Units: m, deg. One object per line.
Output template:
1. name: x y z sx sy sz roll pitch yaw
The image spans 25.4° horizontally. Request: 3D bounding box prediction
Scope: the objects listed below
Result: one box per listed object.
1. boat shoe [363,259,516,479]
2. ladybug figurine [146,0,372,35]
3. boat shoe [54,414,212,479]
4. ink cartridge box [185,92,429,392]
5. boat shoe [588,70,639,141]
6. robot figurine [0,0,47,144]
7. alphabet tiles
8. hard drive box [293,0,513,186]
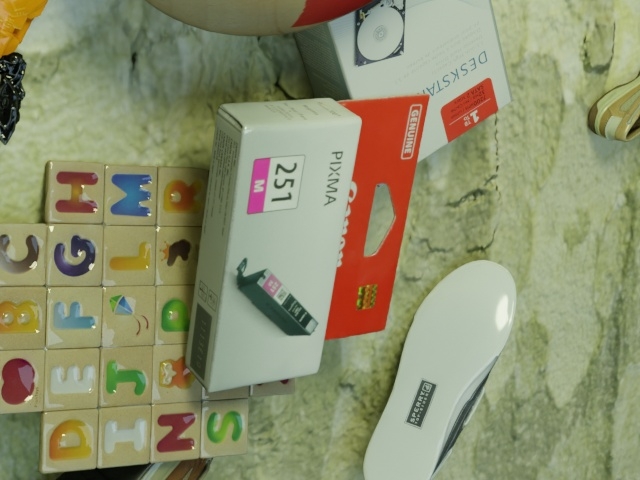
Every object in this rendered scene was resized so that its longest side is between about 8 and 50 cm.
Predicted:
1. boat shoe: 0.144 0.166 1.657 0.102 0.108 0.301 33 79 -75
2. ladybug figurine: 0.020 -0.347 1.170 0.449 0.162 0.305 -42 116 -24
3. boat shoe: -0.221 0.290 1.432 0.324 0.122 0.120 -45 139 -7
4. ink cartridge box: 0.000 0.000 1.357 0.239 0.060 0.275 -7 119 -31
5. boat shoe: 0.407 -0.173 1.674 0.190 0.072 0.068 -40 132 -13
6. robot figurine: -0.304 -0.185 1.117 0.211 0.085 0.291 25 98 -43
7. alphabet tiles: -0.160 0.071 1.353 0.342 0.011 0.285 1 93 -38
8. hard drive box: 0.076 -0.201 1.396 0.181 0.089 0.232 -34 131 -16
